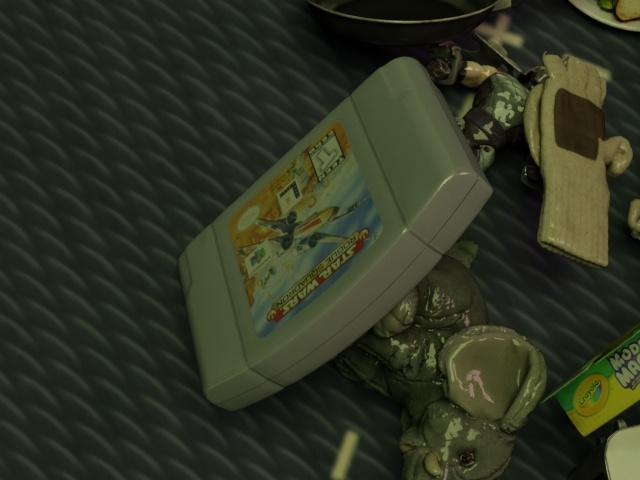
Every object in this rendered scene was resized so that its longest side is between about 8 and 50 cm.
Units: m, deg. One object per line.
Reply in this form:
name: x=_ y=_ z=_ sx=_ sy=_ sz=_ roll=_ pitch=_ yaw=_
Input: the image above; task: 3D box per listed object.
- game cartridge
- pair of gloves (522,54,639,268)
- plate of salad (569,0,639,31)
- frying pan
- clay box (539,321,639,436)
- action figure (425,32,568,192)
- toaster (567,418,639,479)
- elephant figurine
game cartridge: x=0.000 y=0.000 z=1.035 sx=0.297 sy=0.062 sz=0.198 roll=-42 pitch=34 yaw=19
pair of gloves: x=0.281 y=-0.057 z=1.143 sx=0.240 sy=0.042 sz=0.204 roll=13 pitch=64 yaw=-29
plate of salad: x=0.324 y=-0.306 z=1.265 sx=0.200 sy=0.048 sz=0.200 roll=0 pitch=72 yaw=-1
frying pan: x=0.130 y=-0.250 z=1.218 sx=0.326 sy=0.053 sz=0.197 roll=-17 pitch=35 yaw=-28
clay box: x=0.285 y=0.089 z=1.036 sx=0.222 sy=0.127 sz=0.053 roll=-22 pitch=71 yaw=-47
action figure: x=0.137 y=-0.089 z=1.163 sx=0.285 sy=0.099 sz=0.185 roll=-39 pitch=70 yaw=-17
toaster: x=0.281 y=0.242 z=1.023 sx=0.110 sy=0.168 sz=0.185 roll=-8 pitch=71 yaw=-2
elephant figurine: x=0.111 y=0.140 z=1.061 sx=0.186 sy=0.169 sz=0.239 roll=-40 pitch=75 yaw=12
